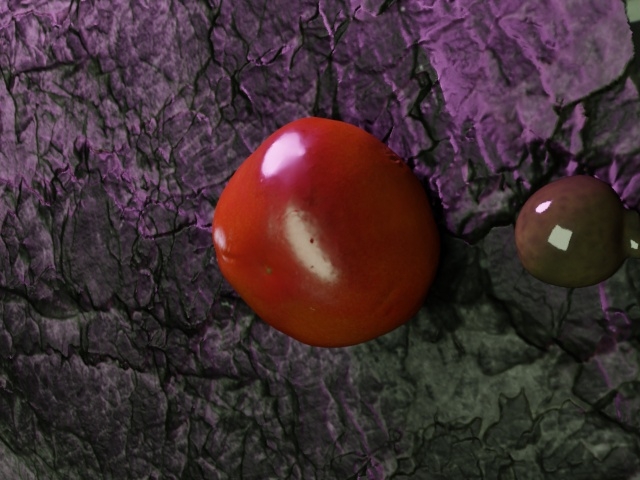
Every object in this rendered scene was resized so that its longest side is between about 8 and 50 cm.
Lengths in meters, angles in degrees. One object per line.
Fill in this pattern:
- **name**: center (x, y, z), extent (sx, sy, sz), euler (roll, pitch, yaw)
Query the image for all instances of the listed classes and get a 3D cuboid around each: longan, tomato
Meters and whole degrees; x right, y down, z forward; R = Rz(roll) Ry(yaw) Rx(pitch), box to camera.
- **longan**: center (0.242, -0.008, 0.805), extent (0.119, 0.106, 0.106), euler (4, 106, 21)
- **tomato**: center (-0.003, 0.002, 0.938), extent (0.259, 0.180, 0.260), euler (14, 114, 35)

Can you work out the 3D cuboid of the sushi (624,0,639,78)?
- **sushi**: center (0.376, -0.166, 0.575), extent (0.372, 0.100, 0.296), euler (0, 130, 36)
